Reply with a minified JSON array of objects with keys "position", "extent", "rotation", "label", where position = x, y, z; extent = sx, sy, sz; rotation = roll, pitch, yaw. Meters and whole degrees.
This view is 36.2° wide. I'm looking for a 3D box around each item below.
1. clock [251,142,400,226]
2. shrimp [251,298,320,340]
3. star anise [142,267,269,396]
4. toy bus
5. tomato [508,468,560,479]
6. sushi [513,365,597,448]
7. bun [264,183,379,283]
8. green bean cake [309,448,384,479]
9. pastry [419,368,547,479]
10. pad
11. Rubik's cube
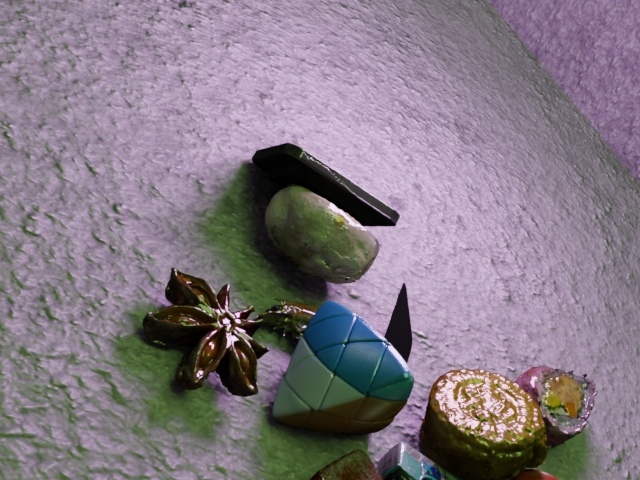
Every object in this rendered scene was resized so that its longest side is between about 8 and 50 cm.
[{"position":[0.002,-0.101,1.986],"extent":[0.273,0.279,0.049],"rotation":[32,81,-16],"label":"clock"},{"position":[-0.013,0.195,1.804],"extent":[0.253,0.058,0.173],"rotation":[12,55,-39],"label":"shrimp"},{"position":[-0.192,0.164,1.622],"extent":[0.214,0.099,0.220],"rotation":[16,47,-15],"label":"star anise"},{"position":[0.216,0.463,1.729],"extent":[0.261,0.091,0.109],"rotation":[37,29,-14],"label":"toy bus"},{"position":[0.408,0.510,1.806],"extent":[0.167,0.167,0.167],"rotation":[27,39,-24],"label":"tomato"},{"position":[0.496,0.335,2.117],"extent":[0.161,0.107,0.241],"rotation":[47,40,0],"label":"sushi"},{"position":[0.000,0.000,1.910],"extent":[0.239,0.141,0.239],"rotation":[34,-3,2],"label":"bun"},{"position":[0.053,0.427,1.625],"extent":[0.135,0.056,0.136],"rotation":[-16,66,-50],"label":"green bean cake"},{"position":[0.307,0.341,1.826],"extent":[0.235,0.132,0.240],"rotation":[7,36,6],"label":"pastry"},{"position":[0.110,0.142,1.857],"extent":[0.323,0.055,0.250],"rotation":[61,29,-22],"label":"pad"},{"position":[0.009,0.225,1.697],"extent":[0.254,0.254,0.254],"rotation":[27,39,-24],"label":"Rubik's cube"}]
